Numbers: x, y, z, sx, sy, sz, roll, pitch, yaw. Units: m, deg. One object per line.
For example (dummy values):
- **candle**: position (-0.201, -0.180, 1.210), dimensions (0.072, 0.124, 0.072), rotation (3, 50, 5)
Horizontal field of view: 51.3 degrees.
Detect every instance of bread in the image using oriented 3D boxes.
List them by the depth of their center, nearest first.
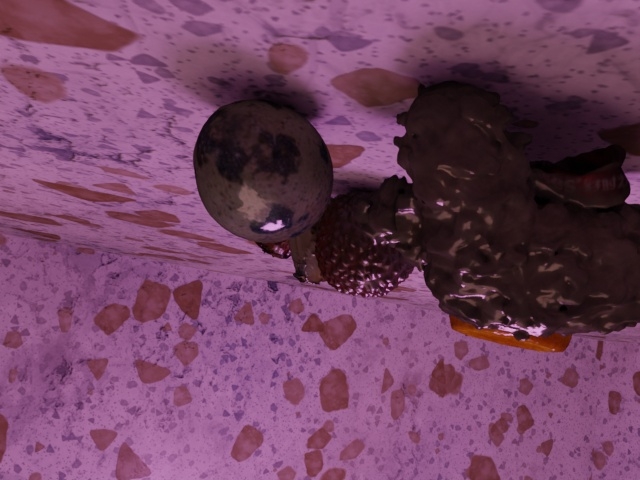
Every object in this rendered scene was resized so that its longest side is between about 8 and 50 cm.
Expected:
- **bread**: position (0.448, 0.159, 1.541), dimensions (0.312, 0.172, 0.312), rotation (10, 172, 1)

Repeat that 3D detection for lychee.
- **lychee**: position (0.073, 0.015, 0.995), dimensions (0.165, 0.165, 0.197), rotation (0, 125, 42)

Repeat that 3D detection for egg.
- **egg**: position (-0.060, -0.071, 0.683), dimensions (0.141, 0.141, 0.181), rotation (5, 162, 16)

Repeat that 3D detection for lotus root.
- **lotus root**: position (0.004, 0.000, 1.090), dimensions (0.070, 0.144, 0.143), rotation (1, 176, 30)

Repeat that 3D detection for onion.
- **onion**: position (-0.076, -0.019, 1.188), dimensions (0.107, 0.097, 0.107), rotation (36, -164, -12)

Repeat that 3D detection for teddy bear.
- **teddy bear**: position (0.207, -0.022, 0.713), dimensions (0.357, 0.224, 0.367), rotation (8, -174, -8)
